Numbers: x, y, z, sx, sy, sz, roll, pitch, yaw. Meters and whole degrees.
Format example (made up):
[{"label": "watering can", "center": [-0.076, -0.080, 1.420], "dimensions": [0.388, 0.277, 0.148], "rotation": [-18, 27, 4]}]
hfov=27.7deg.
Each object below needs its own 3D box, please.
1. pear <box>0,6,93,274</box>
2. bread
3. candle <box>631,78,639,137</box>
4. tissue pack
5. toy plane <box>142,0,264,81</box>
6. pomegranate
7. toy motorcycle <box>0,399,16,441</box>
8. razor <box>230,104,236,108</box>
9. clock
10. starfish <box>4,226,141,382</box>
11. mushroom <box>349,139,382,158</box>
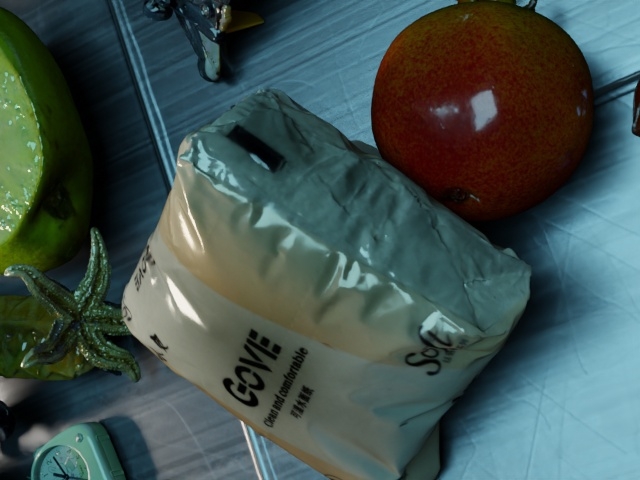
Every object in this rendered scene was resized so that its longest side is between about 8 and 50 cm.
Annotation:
[{"label": "pear", "center": [-0.368, -0.095, 1.536], "dimensions": [0.282, 0.176, 0.286], "rotation": [44, 109, 18]}, {"label": "bread", "center": [-0.379, 0.118, 1.572], "dimensions": [0.270, 0.098, 0.087], "rotation": [0, 130, 25]}, {"label": "candle", "center": [0.367, -0.254, 1.277], "dimensions": [0.051, 0.048, 0.329], "rotation": [18, 95, 16]}, {"label": "tissue pack", "center": [-0.007, 0.064, 1.282], "dimensions": [0.390, 0.195, 0.375], "rotation": [31, 139, 7]}, {"label": "toy plane", "center": [-0.197, -0.343, 1.508], "dimensions": [0.316, 0.103, 0.204], "rotation": [41, 138, 24]}, {"label": "pomegranate", "center": [0.164, -0.145, 1.281], "dimensions": [0.221, 0.221, 0.256], "rotation": [5, 74, 24]}, {"label": "toy motorcycle", "center": [-0.506, 0.167, 1.535], "dimensions": [0.307, 0.173, 0.108], "rotation": [31, 58, -11]}, {"label": "razor", "center": [-0.091, 0.008, 1.470], "dimensions": [0.056, 0.093, 0.324], "rotation": [6, 94, -11]}, {"label": "clock", "center": [-0.303, 0.283, 1.554], "dimensions": [0.135, 0.041, 0.101], "rotation": [-29, 76, 21]}, {"label": "starfish", "center": [-0.264, 0.071, 1.475], "dimensions": [0.053, 0.208, 0.175], "rotation": [0, 75, 48]}, {"label": "mushroom", "center": [0.000, 0.000, 1.413], "dimensions": [0.116, 0.093, 0.225], "rotation": [25, 115, -2]}]
